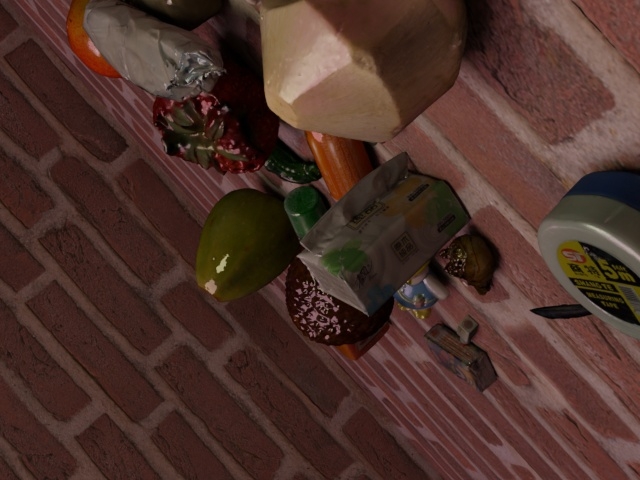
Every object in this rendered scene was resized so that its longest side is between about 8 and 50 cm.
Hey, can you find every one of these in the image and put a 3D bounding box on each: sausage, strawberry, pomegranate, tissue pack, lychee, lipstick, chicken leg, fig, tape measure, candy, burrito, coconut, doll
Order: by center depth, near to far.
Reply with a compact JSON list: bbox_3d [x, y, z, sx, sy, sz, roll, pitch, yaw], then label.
[{"bbox_3d":[0.043,-0.207,0.889,0.197,0.237,0.237,41,166,22],"label":"coconut"},{"bbox_3d":[0.320,0.024,0.939,0.215,0.098,0.351,50,164,-17],"label":"tape measure"},{"bbox_3d":[0.087,-0.021,1.281,0.145,0.229,0.159,54,166,-27],"label":"tissue pack"},{"bbox_3d":[0.248,0.046,1.339,0.093,0.070,0.178,12,163,27],"label":"chicken leg"},{"bbox_3d":[0.041,-0.135,1.414,0.093,0.093,0.312,37,163,39],"label":"sausage"},{"bbox_3d":[-0.294,-0.330,1.444,0.445,0.101,0.139,32,133,42],"label":"burrito"},{"bbox_3d":[-0.262,-0.436,1.491,0.104,0.102,0.234,53,168,-20],"label":"candy"},{"bbox_3d":[0.173,0.061,1.548,0.135,0.099,0.241,64,-179,34],"label":"doll"},{"bbox_3d":[-0.198,-0.265,1.608,0.261,0.257,0.261,17,149,11],"label":"strawberry"},{"bbox_3d":[0.300,0.193,1.669,0.030,0.030,0.129,43,166,21],"label":"lipstick"},{"bbox_3d":[0.043,0.089,1.705,0.260,0.260,0.260,45,167,13],"label":"lychee"},{"bbox_3d":[-0.428,-0.464,1.713,0.221,0.221,0.256,46,151,7],"label":"pomegranate"},{"bbox_3d":[0.305,0.257,1.777,0.148,0.060,0.108,33,159,47],"label":"tissue pack"},{"bbox_3d":[-0.197,0.019,2.131,0.258,0.326,0.258,25,155,13],"label":"fig"}]

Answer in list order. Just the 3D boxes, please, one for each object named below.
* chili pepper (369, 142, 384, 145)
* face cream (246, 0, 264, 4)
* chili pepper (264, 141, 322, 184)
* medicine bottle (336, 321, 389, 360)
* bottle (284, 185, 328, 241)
[{"bbox_3d":[0.087,-0.193,1.199,0.050,0.041,0.153,22,142,18],"label":"chili pepper"},{"bbox_3d":[-0.175,-0.459,1.162,0.311,0.092,0.092,44,167,18],"label":"face cream"},{"bbox_3d":[-0.081,-0.176,1.759,0.279,0.065,0.122,34,153,40],"label":"chili pepper"},{"bbox_3d":[0.078,0.195,2.134,0.112,0.149,0.222,36,162,40],"label":"medicine bottle"},{"bbox_3d":[0.000,0.000,1.944,0.093,0.093,0.330,39,165,35],"label":"bottle"}]
